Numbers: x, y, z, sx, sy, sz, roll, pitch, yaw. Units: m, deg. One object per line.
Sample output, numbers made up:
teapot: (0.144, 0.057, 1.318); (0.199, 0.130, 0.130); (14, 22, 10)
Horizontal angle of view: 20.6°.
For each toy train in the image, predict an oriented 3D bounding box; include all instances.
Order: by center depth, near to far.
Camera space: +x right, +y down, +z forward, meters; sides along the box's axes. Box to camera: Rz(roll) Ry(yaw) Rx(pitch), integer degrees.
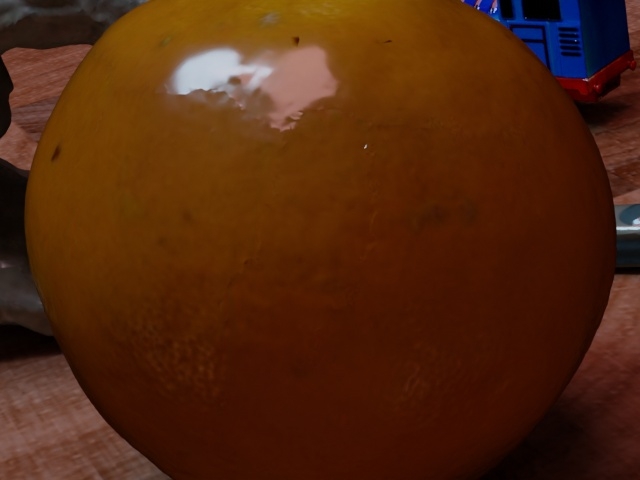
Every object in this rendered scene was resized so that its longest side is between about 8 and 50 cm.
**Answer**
toy train: (0.158, -0.170, 1.483); (0.204, 0.131, 0.082); (7, 29, 37)

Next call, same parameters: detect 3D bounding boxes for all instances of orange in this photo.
orange: (0.000, 0.000, 0.935); (0.312, 0.312, 0.312); (-9, 22, 4)

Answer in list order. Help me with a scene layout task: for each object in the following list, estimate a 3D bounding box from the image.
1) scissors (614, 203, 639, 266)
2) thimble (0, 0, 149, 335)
scissors: (0.208, -0.003, 1.176); (0.289, 0.041, 0.138); (-4, 24, 26)
thimble: (-0.192, -0.082, 1.227); (0.291, 0.292, 0.195); (-11, 26, 0)
